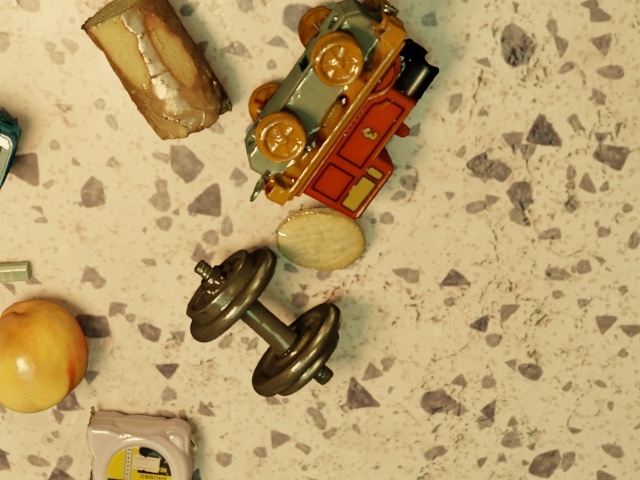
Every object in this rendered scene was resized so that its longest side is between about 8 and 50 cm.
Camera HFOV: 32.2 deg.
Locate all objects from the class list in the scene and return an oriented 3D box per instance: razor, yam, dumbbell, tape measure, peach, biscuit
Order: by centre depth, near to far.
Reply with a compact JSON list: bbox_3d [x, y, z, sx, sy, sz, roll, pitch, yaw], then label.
[{"bbox_3d":[-0.242,-0.261,1.669,0.128,0.129,0.238,-40,110,-21],"label":"yam"},{"bbox_3d":[-0.089,0.132,1.787,0.290,0.192,0.192,43,107,-14],"label":"dumbbell"},{"bbox_3d":[0.000,0.000,1.791,0.152,0.020,0.152,2,139,2],"label":"biscuit"},{"bbox_3d":[-0.470,0.188,1.827,0.184,0.184,0.184,0,112,1],"label":"peach"},{"bbox_3d":[-0.623,0.059,1.841,0.277,0.056,0.111,-2,111,2],"label":"razor"},{"bbox_3d":[-0.317,0.387,1.947,0.196,0.105,0.178,9,105,-4],"label":"tape measure"}]

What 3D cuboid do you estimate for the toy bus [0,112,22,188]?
[{"bbox_3d":[-0.585,-0.170,1.705,0.246,0.134,0.114,23,109,-7],"label":"toy bus"}]

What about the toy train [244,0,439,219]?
[{"bbox_3d":[0.025,-0.186,1.674,0.231,0.163,0.369,28,110,-23],"label":"toy train"}]
